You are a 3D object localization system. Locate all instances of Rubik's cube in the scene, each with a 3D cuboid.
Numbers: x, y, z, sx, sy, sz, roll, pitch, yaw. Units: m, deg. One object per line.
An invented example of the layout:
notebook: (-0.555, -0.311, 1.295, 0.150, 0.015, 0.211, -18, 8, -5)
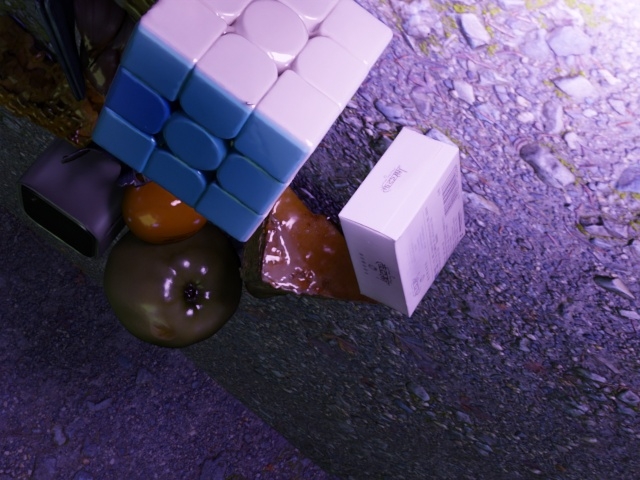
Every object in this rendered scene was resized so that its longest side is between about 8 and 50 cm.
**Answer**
Rubik's cube: (-0.120, -0.232, 1.456, 0.291, 0.291, 0.290, 35, 144, -6)

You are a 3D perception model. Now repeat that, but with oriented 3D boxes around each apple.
apple: (-0.363, 0.107, 2.492, 0.357, 0.357, 0.357, 29, 158, 13)

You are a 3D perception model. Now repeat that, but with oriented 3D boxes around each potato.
potato: (-0.136, 0.089, 2.478, 0.182, 0.117, 0.202, 36, 158, -13)

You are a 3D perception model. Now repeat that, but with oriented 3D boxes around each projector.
projector: (-0.581, -0.133, 2.464, 0.248, 0.249, 0.248, 35, 157, -1)

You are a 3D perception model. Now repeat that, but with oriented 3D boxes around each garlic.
garlic: (-0.356, -0.363, 1.787, 0.160, 0.191, 0.214, -7, 156, -11)

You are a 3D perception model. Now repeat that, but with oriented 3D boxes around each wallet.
wallet: (-0.476, -0.427, 1.762, 0.251, 0.054, 0.290, 78, 171, -59)

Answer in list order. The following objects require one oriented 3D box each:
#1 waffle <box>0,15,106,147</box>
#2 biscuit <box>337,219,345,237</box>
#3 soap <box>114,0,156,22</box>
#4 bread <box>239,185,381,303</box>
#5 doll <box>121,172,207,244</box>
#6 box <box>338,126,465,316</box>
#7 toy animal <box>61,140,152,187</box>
waffle: (-0.612, -0.346, 2.205, 0.324, 0.151, 0.261, 30, 155, 15)
biscuit: (0.119, 0.002, 2.019, 0.182, 0.034, 0.215, 39, 160, 0)
soap: (-0.236, -0.372, 1.696, 0.233, 0.076, 0.135, 44, 156, -22)
bread: (0.000, 0.000, 2.091, 0.315, 0.279, 0.248, 2, 172, -18)
doll: (-0.364, -0.115, 2.307, 0.213, 0.213, 0.236, 138, 119, -68)
box: (0.148, -0.026, 1.696, 0.116, 0.203, 0.274, 26, 158, 24)
toy animal: (-0.422, -0.195, 2.189, 0.272, 0.197, 0.160, -20, 88, 22)
